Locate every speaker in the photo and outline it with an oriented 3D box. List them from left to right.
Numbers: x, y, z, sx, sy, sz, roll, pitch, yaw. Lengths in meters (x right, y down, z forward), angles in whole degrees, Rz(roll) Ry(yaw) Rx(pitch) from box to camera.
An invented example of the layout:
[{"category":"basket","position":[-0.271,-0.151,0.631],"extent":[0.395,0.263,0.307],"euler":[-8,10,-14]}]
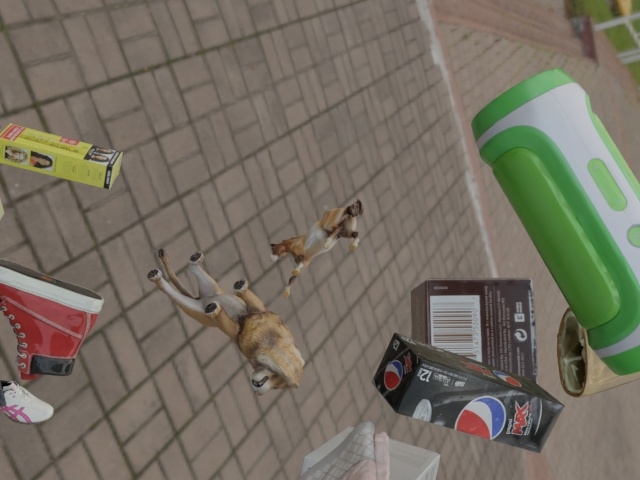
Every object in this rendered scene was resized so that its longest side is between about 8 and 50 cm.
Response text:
[{"category":"speaker","position":[0.271,-0.020,0.787],"extent":[0.131,0.131,0.297],"euler":[-9,69,-61]}]

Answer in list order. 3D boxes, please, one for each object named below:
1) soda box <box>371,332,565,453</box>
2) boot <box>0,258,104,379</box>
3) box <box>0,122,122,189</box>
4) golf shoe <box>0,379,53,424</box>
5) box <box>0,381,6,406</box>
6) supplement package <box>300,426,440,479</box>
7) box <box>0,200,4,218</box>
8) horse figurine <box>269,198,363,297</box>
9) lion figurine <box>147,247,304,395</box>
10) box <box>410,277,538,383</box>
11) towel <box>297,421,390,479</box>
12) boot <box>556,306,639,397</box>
[{"category":"soda box","position":[0.135,0.140,0.705],"extent":[0.168,0.060,0.053],"euler":[20,100,-24]},{"category":"boot","position":[-0.505,0.132,1.278],"extent":[0.244,0.088,0.176],"euler":[25,92,-20]},{"category":"box","position":[-0.528,-0.170,1.576],"extent":[0.087,0.232,0.058],"euler":[-88,-167,-62]},{"category":"golf shoe","position":[-0.710,0.369,1.802],"extent":[0.186,0.086,0.067],"euler":[20,36,-11]},{"category":"box","position":[-0.766,0.184,1.336],"extent":[0.343,0.179,0.313],"euler":[-6,77,-44]},{"category":"supplement package","position":[0.085,0.495,1.460],"extent":[0.262,0.199,0.198],"euler":[3,99,-70]},{"category":"box","position":[-0.428,-0.025,0.758],"extent":[0.243,0.117,0.214],"euler":[112,-4,-58]},{"category":"horse figurine","position":[0.000,0.000,1.515],"extent":[0.066,0.263,0.174],"euler":[44,25,-18]},{"category":"lion figurine","position":[-0.194,0.158,1.632],"extent":[0.142,0.392,0.240],"euler":[-43,133,-12]},{"category":"box","position":[0.242,0.152,1.268],"extent":[0.203,0.166,0.169],"euler":[91,-2,-82]},{"category":"towel","position":[-0.043,0.412,1.008],"extent":[0.053,0.332,0.317],"euler":[44,16,-6]},{"category":"boot","position":[0.483,0.102,1.165],"extent":[0.269,0.089,0.236],"euler":[-4,88,-21]}]
